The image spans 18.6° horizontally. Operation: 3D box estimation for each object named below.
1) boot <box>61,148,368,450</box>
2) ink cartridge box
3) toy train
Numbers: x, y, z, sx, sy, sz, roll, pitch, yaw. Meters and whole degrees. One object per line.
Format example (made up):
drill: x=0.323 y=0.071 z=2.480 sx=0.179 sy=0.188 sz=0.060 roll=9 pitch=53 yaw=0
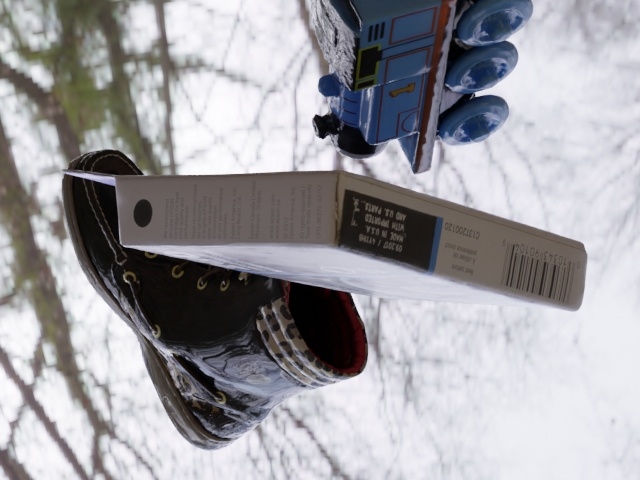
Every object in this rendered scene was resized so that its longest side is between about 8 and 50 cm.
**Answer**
boot: x=-0.073 y=0.020 z=1.366 sx=0.085 sy=0.178 sz=0.236 roll=-27 pitch=-90 yaw=-42
ink cartridge box: x=0.000 y=0.000 z=1.045 sx=0.208 sy=0.206 sz=0.045 roll=3 pitch=-97 yaw=43
toy train: x=0.047 y=-0.104 z=1.038 sx=0.105 sy=0.184 sz=0.080 roll=-16 pitch=-117 yaw=-11
